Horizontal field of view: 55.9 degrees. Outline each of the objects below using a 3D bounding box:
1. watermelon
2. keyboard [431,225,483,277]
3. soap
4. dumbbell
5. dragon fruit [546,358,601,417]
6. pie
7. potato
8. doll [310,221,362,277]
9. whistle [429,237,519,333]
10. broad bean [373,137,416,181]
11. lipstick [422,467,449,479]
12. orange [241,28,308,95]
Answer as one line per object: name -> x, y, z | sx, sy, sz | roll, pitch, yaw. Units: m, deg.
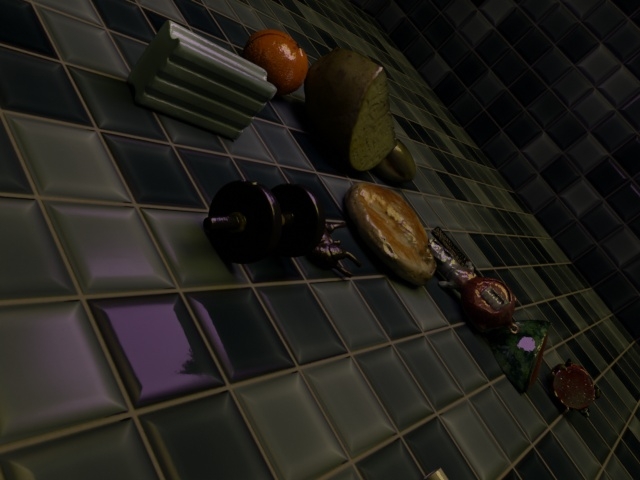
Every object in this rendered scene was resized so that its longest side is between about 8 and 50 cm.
watermelon -> 0.573, 0.324, 1.635 | 0.202, 0.136, 0.208 | 26, 47, -26
keyboard -> 0.449, 0.056, 1.935 | 0.251, 0.017, 0.087 | 50, 27, 8
soap -> -0.239, -0.322, 1.246 | 0.265, 0.160, 0.088 | 13, 41, -49
dumbbell -> -0.093, -0.035, 1.082 | 0.143, 0.143, 0.325 | 55, 26, 17
dragon fruit -> 0.722, 0.412, 1.731 | 0.138, 0.142, 0.175 | 13, 3, 6
pie -> 0.190, -0.022, 1.583 | 0.339, 0.077, 0.339 | 34, 32, -25
potato -> 0.042, -0.371, 1.737 | 0.280, 0.213, 0.330 | 34, -19, 29
doll -> 0.000, 0.000, 1.281 | 0.165, 0.057, 0.139 | 15, 41, -34
whistle -> 0.415, 0.127, 1.666 | 0.346, 0.142, 0.134 | 47, -1, 20
broad bean -> 0.247, -0.274, 1.978 | 0.189, 0.121, 0.263 | 51, 23, 0
lipstick -> 0.223, 0.446, 1.002 | 0.131, 0.038, 0.038 | 56, 27, 18
orange -> -0.124, -0.497, 1.675 | 0.193, 0.161, 0.193 | 35, 24, -18
